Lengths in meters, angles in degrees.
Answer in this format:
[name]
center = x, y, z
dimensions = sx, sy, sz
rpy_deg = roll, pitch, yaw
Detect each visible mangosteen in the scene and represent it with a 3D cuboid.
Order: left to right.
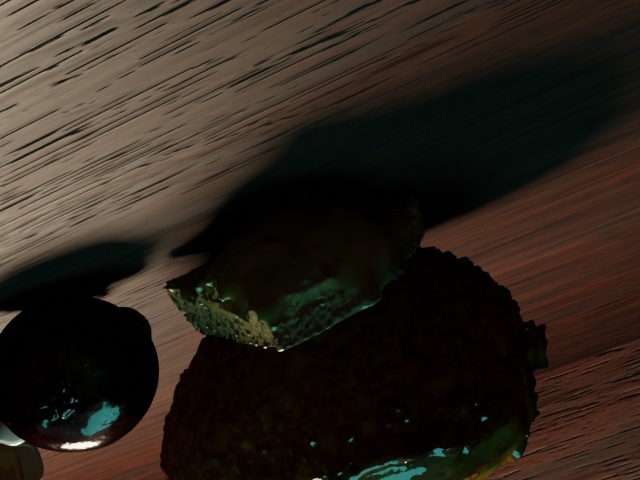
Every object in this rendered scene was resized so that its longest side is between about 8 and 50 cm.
[mangosteen]
center = -0.183, 0.096, 1.158
dimensions = 0.140, 0.140, 0.140
rpy_deg = -17, 167, -4

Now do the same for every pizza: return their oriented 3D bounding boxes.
[pizza]
center = -0.002, 0.003, 1.103
dimensions = 0.204, 0.080, 0.188
rpy_deg = -24, -167, -17

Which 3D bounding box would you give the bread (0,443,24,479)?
[bread]
center = -0.422, 0.296, 1.636
dimensions = 0.241, 0.136, 0.107
rpy_deg = -28, 161, 37

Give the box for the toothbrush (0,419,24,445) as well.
[toothbrush]
center = -0.463, 0.233, 1.519
dimensions = 0.418, 0.042, 0.040
rpy_deg = -17, -161, -8

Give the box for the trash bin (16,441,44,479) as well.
[trash bin]
center = -0.407, 0.283, 1.776
dimensions = 0.130, 0.059, 0.116
rpy_deg = -29, 165, 38

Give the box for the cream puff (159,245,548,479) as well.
[cream puff]
center = 0.021, 0.119, 1.243
dimensions = 0.350, 0.229, 0.350
rpy_deg = -21, -179, 0
